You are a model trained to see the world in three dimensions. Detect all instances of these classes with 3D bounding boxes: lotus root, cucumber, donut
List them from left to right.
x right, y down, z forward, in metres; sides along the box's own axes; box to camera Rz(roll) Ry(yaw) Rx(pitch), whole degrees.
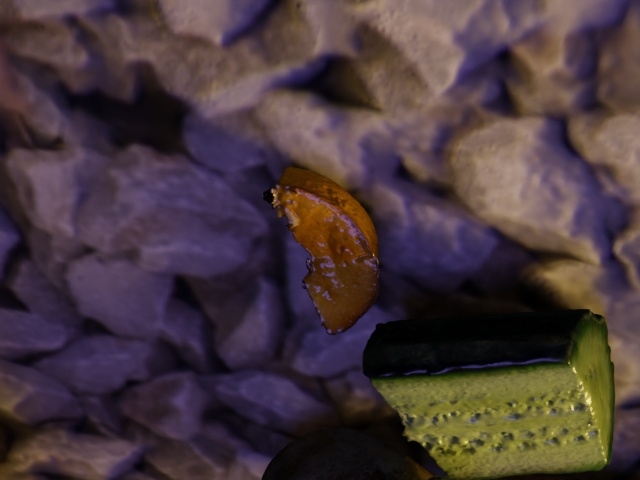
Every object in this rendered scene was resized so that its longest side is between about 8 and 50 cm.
[{"bbox_3d":[0.000,0.000,0.871,0.083,0.038,0.067,38,129,-9],"label":"donut"},{"bbox_3d":[0.028,0.151,0.930,0.165,0.088,0.088,3,134,48],"label":"lotus root"},{"bbox_3d":[0.095,0.075,0.888,0.115,0.062,0.116,-4,143,20],"label":"cucumber"}]

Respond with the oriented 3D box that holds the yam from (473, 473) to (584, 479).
[{"bbox_3d":[0.221,0.178,0.937,0.299,0.066,0.066,10,129,6],"label":"yam"}]
